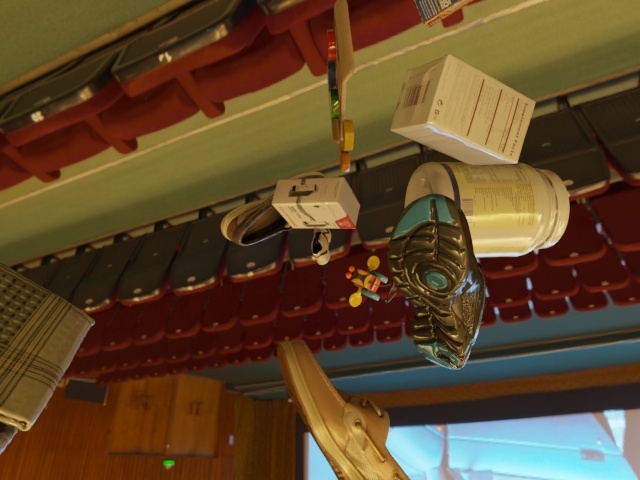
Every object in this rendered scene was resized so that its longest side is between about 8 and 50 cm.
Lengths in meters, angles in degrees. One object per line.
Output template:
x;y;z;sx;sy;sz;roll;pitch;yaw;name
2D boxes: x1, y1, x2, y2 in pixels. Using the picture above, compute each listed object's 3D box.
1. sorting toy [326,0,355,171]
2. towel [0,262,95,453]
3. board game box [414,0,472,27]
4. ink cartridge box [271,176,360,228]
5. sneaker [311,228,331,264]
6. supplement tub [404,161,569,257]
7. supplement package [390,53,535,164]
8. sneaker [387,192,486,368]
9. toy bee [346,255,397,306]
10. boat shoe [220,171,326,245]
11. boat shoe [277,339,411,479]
0.037;-0.319;0.951;0.041;0.307;0.229;-2;157;-4;sorting toy
-0.508;0.120;0.619;0.312;0.324;0.056;40;104;-20;towel
0.221;-0.447;0.670;0.193;0.147;0.045;-21;-174;31;board game box
-0.007;-0.067;0.823;0.135;0.056;0.099;1;153;26;ink cartridge box
0.000;0.000;1.011;0.040;0.109;0.044;-19;141;19;sneaker
0.394;-0.073;1.080;0.325;0.235;0.235;-2;150;-10;supplement tub
0.221;-0.195;0.691;0.179;0.105;0.105;16;180;-24;supplement package
0.200;0.054;0.723;0.125;0.139;0.341;16;138;34;sneaker
0.171;0.139;1.643;0.162;0.195;0.298;28;152;-4;toy bee
-0.089;-0.067;1.034;0.285;0.092;0.103;-28;135;-22;boat shoe
0.048;0.290;0.676;0.110;0.341;0.121;-30;180;-15;boat shoe
